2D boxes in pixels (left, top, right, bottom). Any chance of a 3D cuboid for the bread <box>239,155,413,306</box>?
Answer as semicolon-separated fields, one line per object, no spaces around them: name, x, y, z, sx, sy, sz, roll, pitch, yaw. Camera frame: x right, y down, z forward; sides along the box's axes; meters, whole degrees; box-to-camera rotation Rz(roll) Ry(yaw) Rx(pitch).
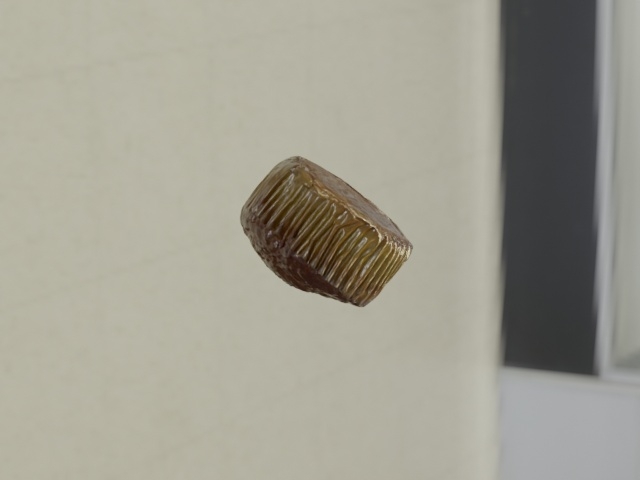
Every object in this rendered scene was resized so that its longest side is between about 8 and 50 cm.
bread;0.000;0.000;0.960;0.053;0.085;0.085;-54;150;8
